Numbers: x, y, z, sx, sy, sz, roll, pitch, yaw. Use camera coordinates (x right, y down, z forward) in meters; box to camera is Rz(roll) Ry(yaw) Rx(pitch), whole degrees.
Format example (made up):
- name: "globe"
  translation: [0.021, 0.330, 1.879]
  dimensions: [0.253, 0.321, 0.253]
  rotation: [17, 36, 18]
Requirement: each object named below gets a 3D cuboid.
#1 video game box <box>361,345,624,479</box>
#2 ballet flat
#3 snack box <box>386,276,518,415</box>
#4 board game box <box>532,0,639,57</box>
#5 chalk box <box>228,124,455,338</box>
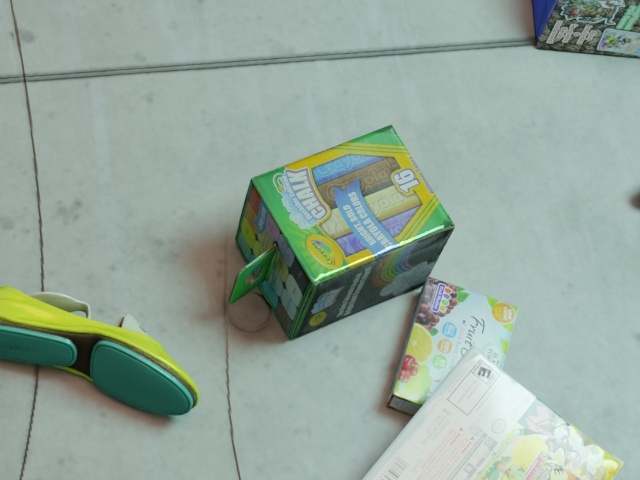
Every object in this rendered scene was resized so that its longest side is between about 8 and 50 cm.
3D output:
- name: "video game box"
  translation: [0.155, 0.234, 1.657]
  dimensions: [0.187, 0.048, 0.205]
  rotation: [38, 70, 11]
- name: "ballet flat"
  translation: [-0.219, 0.096, 1.675]
  dimensions: [0.231, 0.077, 0.077]
  rotation: [18, 43, 0]
- name: "snack box"
  translation: [0.134, 0.117, 1.753]
  dimensions: [0.100, 0.037, 0.141]
  rotation: [20, 60, -2]
- name: "board game box"
  translation: [0.396, -0.340, 1.998]
  dimensions: [0.291, 0.141, 0.232]
  rotation: [5, 61, -9]
- name: "chalk box"
  translation: [0.000, 0.000, 1.735]
  dimensions: [0.213, 0.132, 0.132]
  rotation: [-21, 68, -23]
